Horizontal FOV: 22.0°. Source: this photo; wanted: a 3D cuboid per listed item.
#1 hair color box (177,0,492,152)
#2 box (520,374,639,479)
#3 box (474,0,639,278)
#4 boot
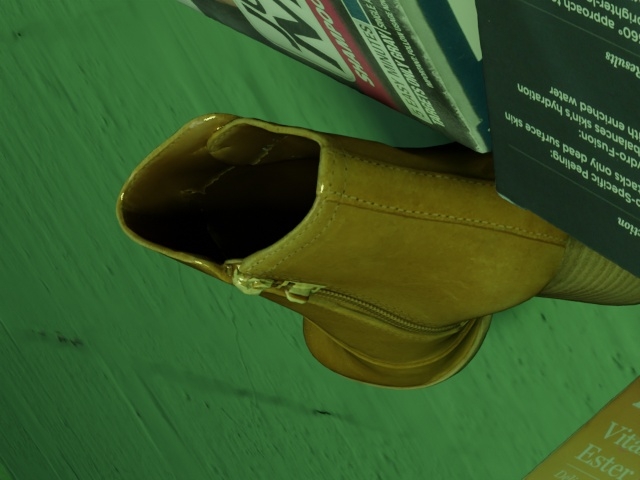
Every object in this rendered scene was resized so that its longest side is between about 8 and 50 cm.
[{"bbox_3d":[-0.050,-0.179,0.678,0.347,0.105,0.174,31,164,41],"label":"hair color box"},{"bbox_3d":[0.171,0.091,0.557,0.130,0.170,0.091,22,143,51],"label":"box"},{"bbox_3d":[0.132,-0.065,0.532,0.156,0.093,0.158,37,147,45],"label":"box"},{"bbox_3d":[0.000,0.001,0.754,0.295,0.211,0.104,-18,66,58],"label":"boot"}]
